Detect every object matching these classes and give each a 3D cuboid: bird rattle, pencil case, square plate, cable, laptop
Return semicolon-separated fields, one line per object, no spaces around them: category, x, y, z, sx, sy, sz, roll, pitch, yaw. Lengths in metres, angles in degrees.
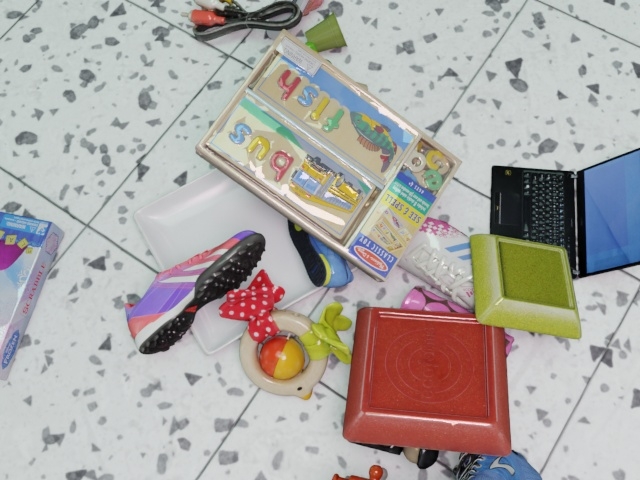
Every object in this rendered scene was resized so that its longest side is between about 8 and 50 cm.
bird rattle;-0.068;0.184;1.192;0.253;0.143;0.207;17;105;-6
pencil case;0.241;0.170;1.218;0.209;0.098;0.095;31;49;17
square plate;-0.149;0.003;1.328;0.347;0.049;0.344;-30;69;-8
cable;-0.188;-0.506;1.492;0.287;0.072;0.139;16;71;27
laptop;0.468;-0.058;1.267;0.264;0.136;0.234;5;69;6

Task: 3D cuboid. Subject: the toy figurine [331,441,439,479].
toy figurine;0.097;0.416;1.058;0.148;0.213;0.209;11;114;12

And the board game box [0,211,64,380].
board game box;-0.721;0.086;1.321;0.319;0.066;0.318;10;70;8

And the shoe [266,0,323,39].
shoe;-0.049;-0.531;1.526;0.063;0.081;0.178;41;106;19

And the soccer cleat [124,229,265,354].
soccer cleat;-0.236;0.072;1.205;0.318;0.108;0.116;-43;65;15

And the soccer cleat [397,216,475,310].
soccer cleat;0.246;0.050;1.227;0.331;0.116;0.143;20;34;10

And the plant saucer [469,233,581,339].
plant saucer;0.361;0.067;1.150;0.188;0.045;0.188;10;53;-6

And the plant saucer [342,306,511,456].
plant saucer;0.176;0.209;1.084;0.259;0.048;0.258;3;48;8

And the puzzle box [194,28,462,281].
puzzle box;0.019;-0.148;1.188;0.409;0.052;0.272;35;80;-6

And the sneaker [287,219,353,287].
sneaker;0.000;0.000;1.268;0.082;0.069;0.209;-2;54;-34

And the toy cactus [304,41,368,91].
toy cactus;0.010;-0.317;1.431;0.180;0.112;0.219;1;65;-16

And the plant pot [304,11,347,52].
plant pot;0.009;-0.458;1.490;0.079;0.083;0.083;-21;68;9

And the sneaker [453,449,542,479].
sneaker;0.248;0.390;1.042;0.130;0.330;0.147;-46;55;20
